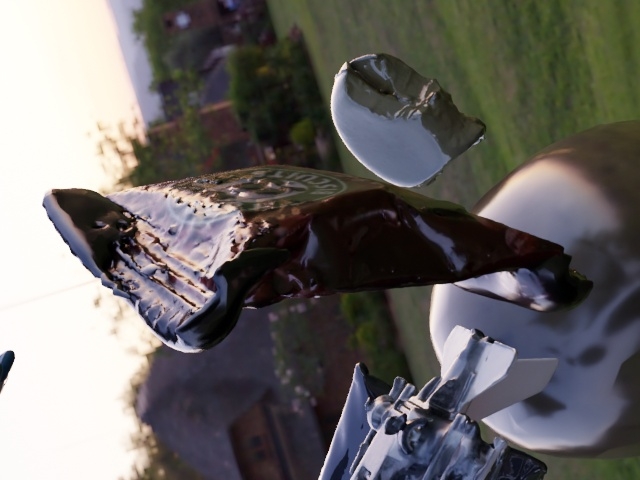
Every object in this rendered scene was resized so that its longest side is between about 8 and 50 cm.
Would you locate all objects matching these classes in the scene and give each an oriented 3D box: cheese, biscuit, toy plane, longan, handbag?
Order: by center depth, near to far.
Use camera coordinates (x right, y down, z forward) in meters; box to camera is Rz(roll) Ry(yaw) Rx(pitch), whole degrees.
[{"bbox_3d":[0.004,0.002,0.559,0.151,0.235,0.063,19,108,58],"label":"biscuit"},{"bbox_3d":[0.046,0.139,0.717,0.082,0.234,0.160,42,173,-17],"label":"toy plane"},{"bbox_3d":[0.091,0.274,1.220,0.088,0.211,0.254,-34,-33,-61],"label":"handbag"},{"bbox_3d":[0.308,0.055,1.271,0.336,0.404,0.404,51,177,-3],"label":"longan"},{"bbox_3d":[0.098,-0.155,1.559,0.202,0.091,0.175,40,148,-12],"label":"cheese"}]

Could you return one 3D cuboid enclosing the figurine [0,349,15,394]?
[{"bbox_3d":[-0.324,0.099,0.687,0.416,0.243,0.298,61,140,36],"label":"figurine"}]
